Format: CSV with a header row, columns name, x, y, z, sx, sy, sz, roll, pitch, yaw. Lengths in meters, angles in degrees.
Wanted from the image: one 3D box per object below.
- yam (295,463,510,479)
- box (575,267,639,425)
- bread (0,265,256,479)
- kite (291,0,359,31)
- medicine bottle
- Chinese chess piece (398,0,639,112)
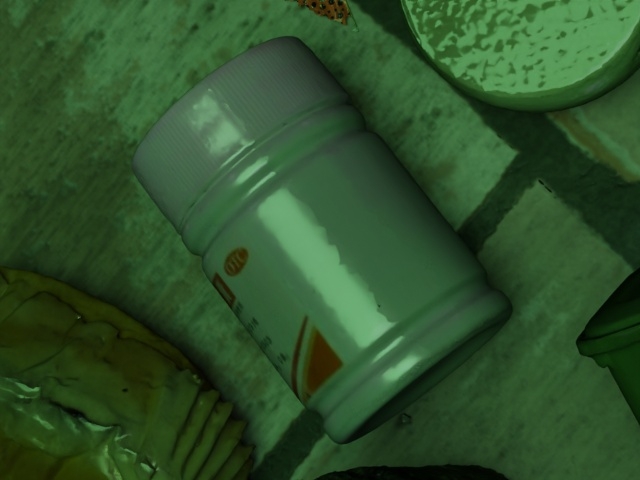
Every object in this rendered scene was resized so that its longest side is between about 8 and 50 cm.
name,x,y,z,sx,sy,sz,roll,pitch,yaw
yam,0.065,0.287,1.664,0.195,0.300,0.195,-3,84,27
box,0.398,0.066,1.562,0.328,0.253,0.178,-24,92,26
bread,-0.244,0.172,1.834,0.388,0.183,0.236,33,117,8
kite,-0.047,-0.288,1.834,0.222,0.008,0.125,20,95,16
medicine bottle,0.000,0.000,1.721,0.202,0.202,0.316,-40,79,15
Chinese chess piece,0.189,-0.237,1.706,0.250,0.101,0.250,0,91,18
